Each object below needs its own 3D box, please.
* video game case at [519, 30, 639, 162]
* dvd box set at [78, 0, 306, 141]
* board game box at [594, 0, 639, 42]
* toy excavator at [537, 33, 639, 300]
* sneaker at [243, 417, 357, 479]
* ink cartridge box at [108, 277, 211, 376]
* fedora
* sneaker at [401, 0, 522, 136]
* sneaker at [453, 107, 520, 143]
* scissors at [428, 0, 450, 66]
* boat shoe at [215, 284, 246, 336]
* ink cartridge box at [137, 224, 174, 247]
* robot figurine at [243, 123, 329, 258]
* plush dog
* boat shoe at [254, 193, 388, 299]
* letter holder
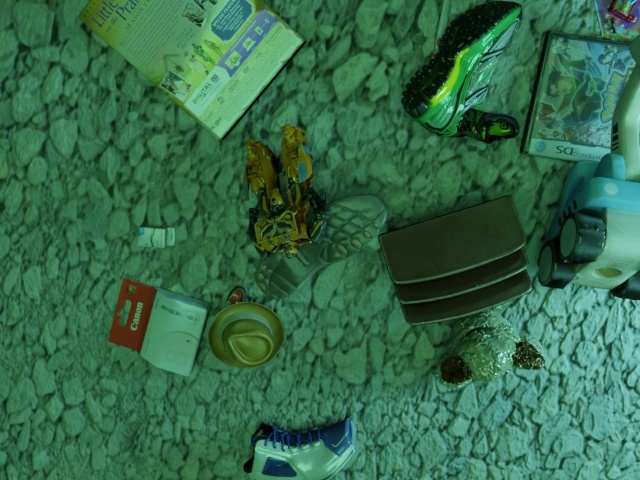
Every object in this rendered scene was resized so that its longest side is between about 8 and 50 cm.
[{"bbox_3d":[0.603,-0.311,1.445,0.249,0.035,0.274,9,103,2],"label":"video game case"},{"bbox_3d":[-0.288,-0.475,1.450,0.420,0.062,0.307,41,102,-6],"label":"dvd box set"},{"bbox_3d":[0.673,-0.520,1.397,0.133,0.033,0.168,-16,101,7],"label":"board game box"},{"bbox_3d":[0.631,-0.146,1.364,0.223,0.433,0.444,7,66,1],"label":"toy excavator"},{"bbox_3d":[-0.075,0.530,1.619,0.316,0.127,0.182,-36,100,12],"label":"sneaker"},{"bbox_3d":[-0.410,0.217,1.610,0.233,0.066,0.189,16,103,-4],"label":"ink cartridge box"},{"bbox_3d":[-0.177,0.244,1.565,0.195,0.079,0.194,-5,109,-14],"label":"fedora"},{"bbox_3d":[0.322,-0.379,1.404,0.343,0.134,0.146,-51,126,-1],"label":"sneaker"},{"bbox_3d":[0.356,-0.258,1.446,0.188,0.078,0.067,4,116,4],"label":"sneaker"},{"bbox_3d":[0.258,-0.427,1.447,0.109,0.021,0.296,-6,102,5],"label":"scissors"},{"bbox_3d":[-0.223,0.175,1.595,0.049,0.043,0.137,28,101,-1],"label":"boat shoe"},{"bbox_3d":[-0.402,-0.009,1.573,0.083,0.028,0.048,5,103,2],"label":"ink cartridge box"},{"bbox_3d":[-0.090,-0.101,1.432,0.211,0.085,0.290,-18,68,27],"label":"robot figurine"},{"bbox_3d":[0.381,0.246,1.480,0.263,0.225,0.210,-17,101,7],"label":"plush dog"},{"bbox_3d":[0.000,0.000,1.502,0.355,0.130,0.132,-32,95,15],"label":"boat shoe"},{"bbox_3d":[0.308,0.058,1.443,0.302,0.152,0.214,-17,74,7],"label":"letter holder"}]
